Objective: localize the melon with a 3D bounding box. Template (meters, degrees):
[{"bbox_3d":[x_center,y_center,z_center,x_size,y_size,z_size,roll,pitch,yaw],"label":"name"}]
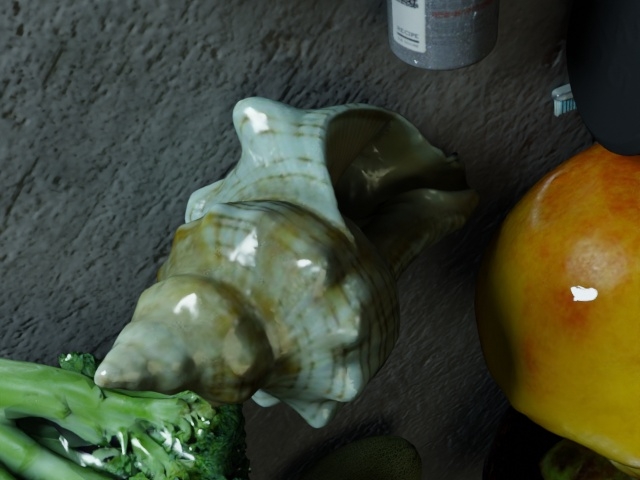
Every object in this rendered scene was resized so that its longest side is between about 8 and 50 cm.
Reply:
[{"bbox_3d":[0.036,0.265,0.935,0.162,0.099,0.099,-31,140,-9],"label":"melon"}]

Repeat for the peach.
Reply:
[{"bbox_3d":[0.287,0.034,0.751,0.289,0.289,0.308,30,94,-47],"label":"peach"}]

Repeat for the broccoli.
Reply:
[{"bbox_3d":[-0.179,0.198,0.625,0.275,0.308,0.308,42,102,-14],"label":"broccoli"}]

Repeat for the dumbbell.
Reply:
[{"bbox_3d":[0.310,-0.144,0.651,0.218,0.152,0.152,-5,133,-14],"label":"dumbbell"}]

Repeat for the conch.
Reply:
[{"bbox_3d":[-0.013,0.000,0.612,0.386,0.169,0.203,-46,133,-57],"label":"conch"}]

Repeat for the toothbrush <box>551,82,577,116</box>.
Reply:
[{"bbox_3d":[0.309,-0.154,0.772,0.263,0.022,0.026,-19,123,-17],"label":"toothbrush"}]

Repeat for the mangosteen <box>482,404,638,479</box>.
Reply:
[{"bbox_3d":[0.337,0.270,0.980,0.330,0.330,0.330,-19,137,-18],"label":"mangosteen"}]

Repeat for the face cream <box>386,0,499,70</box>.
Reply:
[{"bbox_3d":[0.069,-0.228,0.495,0.073,0.073,0.283,-23,139,-14],"label":"face cream"}]
